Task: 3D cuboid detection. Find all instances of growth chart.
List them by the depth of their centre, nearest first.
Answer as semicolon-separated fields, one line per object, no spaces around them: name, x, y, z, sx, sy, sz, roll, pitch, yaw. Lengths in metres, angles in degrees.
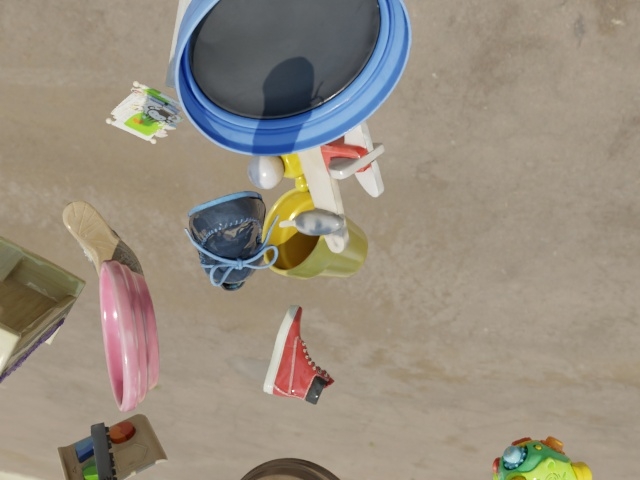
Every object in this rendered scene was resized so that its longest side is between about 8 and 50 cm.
growth chart;-0.440;-0.322;1.654;0.172;0.021;0.237;18;153;-33

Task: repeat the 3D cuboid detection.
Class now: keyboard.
keyboard;-0.244;0.303;0.751;0.023;0.180;0.108;-10;168;-21

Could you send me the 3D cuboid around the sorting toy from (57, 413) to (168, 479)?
sorting toy;-0.489;0.531;1.540;0.307;0.229;0.041;31;133;55

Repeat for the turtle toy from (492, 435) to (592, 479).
turtle toy;0.229;0.258;0.715;0.095;0.066;0.130;-9;147;-12

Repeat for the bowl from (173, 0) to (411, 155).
bowl;-0.046;-0.299;1.051;0.391;0.077;0.391;-15;147;-10

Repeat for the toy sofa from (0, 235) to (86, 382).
toy sofa;-0.443;0.122;0.832;0.150;0.177;0.362;29;-179;-11

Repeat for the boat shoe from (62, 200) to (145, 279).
boat shoe;-0.528;0.021;1.584;0.285;0.103;0.092;58;169;-23

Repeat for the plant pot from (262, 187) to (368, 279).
plant pot;0.000;0.000;1.842;0.254;0.254;0.239;-15;154;40

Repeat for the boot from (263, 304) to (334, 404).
boot;-0.036;0.301;1.711;0.176;0.244;0.088;12;169;5

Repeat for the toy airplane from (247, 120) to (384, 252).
toy airplane;-0.033;-0.187;1.496;0.272;0.386;0.384;-25;162;-17

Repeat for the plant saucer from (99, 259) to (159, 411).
plant saucer;-0.421;0.204;1.424;0.084;0.332;0.332;-7;160;-26

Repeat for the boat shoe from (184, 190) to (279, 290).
boat shoe;-0.097;0.008;0.777;0.109;0.089;0.258;-15;170;-5

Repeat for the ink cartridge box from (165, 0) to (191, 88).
ink cartridge box;-0.280;-0.496;1.705;0.239;0.275;0.060;11;173;-28

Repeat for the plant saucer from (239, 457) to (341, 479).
plant saucer;-0.052;0.495;1.037;0.278;0.278;0.041;-1;170;23
